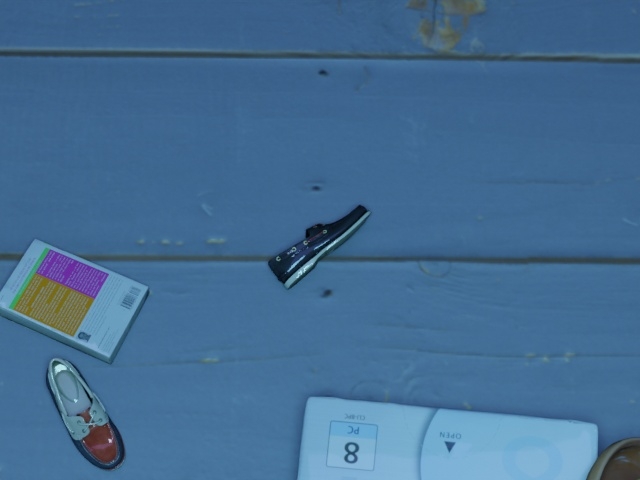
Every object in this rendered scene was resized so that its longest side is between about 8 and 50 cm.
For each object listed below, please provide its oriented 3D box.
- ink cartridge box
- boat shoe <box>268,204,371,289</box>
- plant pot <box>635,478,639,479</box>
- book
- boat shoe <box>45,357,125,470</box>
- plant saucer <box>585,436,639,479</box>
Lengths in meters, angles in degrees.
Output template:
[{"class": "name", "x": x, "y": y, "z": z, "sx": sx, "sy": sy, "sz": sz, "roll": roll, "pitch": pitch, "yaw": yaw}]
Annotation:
[{"class": "ink cartridge box", "x": 0.118, "y": 0.361, "z": 1.490, "sx": 0.308, "sy": 0.091, "sz": 0.385, "roll": 6, "pitch": 66, "yaw": 1}, {"class": "boat shoe", "x": 0.000, "y": 0.000, "z": 1.662, "sx": 0.133, "sy": 0.049, "sz": 0.042, "roll": -38, "pitch": 81, "yaw": -11}, {"class": "plant pot", "x": 0.409, "y": 0.426, "z": 1.294, "sx": 0.366, "sy": 0.353, "sz": 0.366, "roll": -25, "pitch": 51, "yaw": 34}, {"class": "book", "x": -0.277, "y": 0.066, "z": 1.640, "sx": 0.144, "sy": 0.035, "sz": 0.096, "roll": 23, "pitch": 66, "yaw": 8}, {"class": "boat shoe", "x": -0.255, "y": 0.187, "z": 1.583, "sx": 0.049, "sy": 0.043, "sz": 0.137, "roll": -28, "pitch": 72, "yaw": -14}, {"class": "plant saucer", "x": 0.320, "y": 0.302, "z": 1.493, "sx": 0.200, "sy": 0.037, "sz": 0.200, "roll": 15, "pitch": 69, "yaw": -42}]
